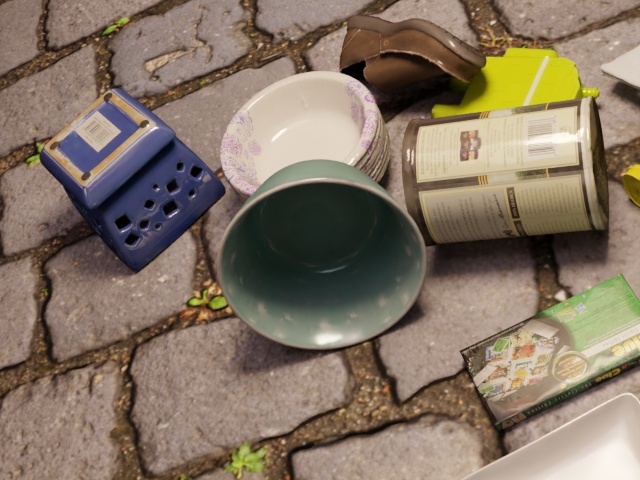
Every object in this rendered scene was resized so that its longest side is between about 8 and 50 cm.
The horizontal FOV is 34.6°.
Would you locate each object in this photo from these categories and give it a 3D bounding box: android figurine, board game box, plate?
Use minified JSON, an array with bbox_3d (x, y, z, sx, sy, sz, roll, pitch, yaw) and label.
[{"bbox_3d":[0.329,-0.233,1.733,0.273,0.056,0.248,7,58,33],"label":"android figurine"},{"bbox_3d":[0.340,0.156,1.452,0.260,0.030,0.136,-26,46,5],"label":"board game box"},{"bbox_3d":[0.341,0.363,1.282,0.278,0.045,0.277,-29,49,2],"label":"plate"}]

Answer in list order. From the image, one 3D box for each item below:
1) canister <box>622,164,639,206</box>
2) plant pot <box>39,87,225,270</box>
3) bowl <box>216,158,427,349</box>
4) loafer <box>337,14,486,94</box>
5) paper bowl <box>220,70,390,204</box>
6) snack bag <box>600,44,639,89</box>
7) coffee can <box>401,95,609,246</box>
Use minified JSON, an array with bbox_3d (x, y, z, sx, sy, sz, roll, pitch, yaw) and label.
[{"bbox_3d":[0.556,-0.106,1.521,0.170,0.073,0.126,-38,47,-8],"label":"canister"},{"bbox_3d":[-0.354,-0.127,1.870,0.236,0.212,0.236,-43,50,-9],"label":"plant pot"},{"bbox_3d":[0.000,0.000,1.579,0.312,0.311,0.163,-20,31,10],"label":"bowl"},{"bbox_3d":[0.154,-0.311,1.817,0.366,0.134,0.130,26,93,59],"label":"loafer"},{"bbox_3d":[-0.017,-0.143,1.767,0.284,0.148,0.284,-13,50,16],"label":"paper bowl"},{"bbox_3d":[0.664,-0.295,1.585,0.323,0.037,0.342,-33,39,-12],"label":"snack bag"},{"bbox_3d":[0.284,-0.101,1.559,0.275,0.201,0.201,-5,53,21],"label":"coffee can"}]
